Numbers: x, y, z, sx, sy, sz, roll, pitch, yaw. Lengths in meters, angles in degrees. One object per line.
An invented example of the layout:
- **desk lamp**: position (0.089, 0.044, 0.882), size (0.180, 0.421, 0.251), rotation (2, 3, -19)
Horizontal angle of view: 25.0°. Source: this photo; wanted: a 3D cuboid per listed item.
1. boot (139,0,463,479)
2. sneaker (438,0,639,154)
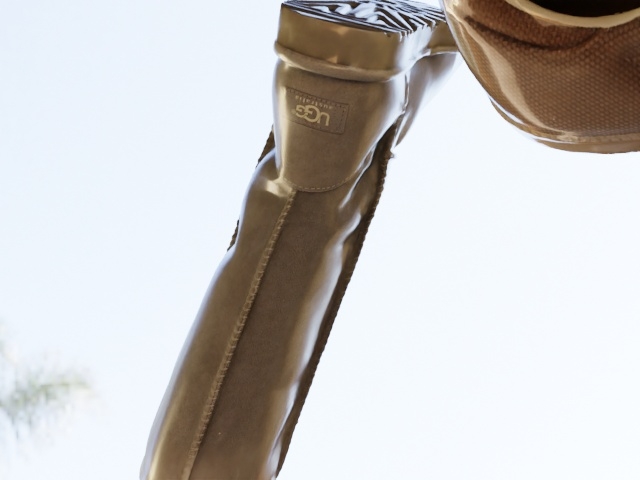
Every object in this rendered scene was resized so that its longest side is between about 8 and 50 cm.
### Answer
- **boot**: position (-0.002, -0.001, 0.618), size (0.076, 0.208, 0.189), rotation (18, 18, 19)
- **sneaker**: position (0.114, -0.061, 0.294), size (0.188, 0.066, 0.071), rotation (-12, -32, 23)
